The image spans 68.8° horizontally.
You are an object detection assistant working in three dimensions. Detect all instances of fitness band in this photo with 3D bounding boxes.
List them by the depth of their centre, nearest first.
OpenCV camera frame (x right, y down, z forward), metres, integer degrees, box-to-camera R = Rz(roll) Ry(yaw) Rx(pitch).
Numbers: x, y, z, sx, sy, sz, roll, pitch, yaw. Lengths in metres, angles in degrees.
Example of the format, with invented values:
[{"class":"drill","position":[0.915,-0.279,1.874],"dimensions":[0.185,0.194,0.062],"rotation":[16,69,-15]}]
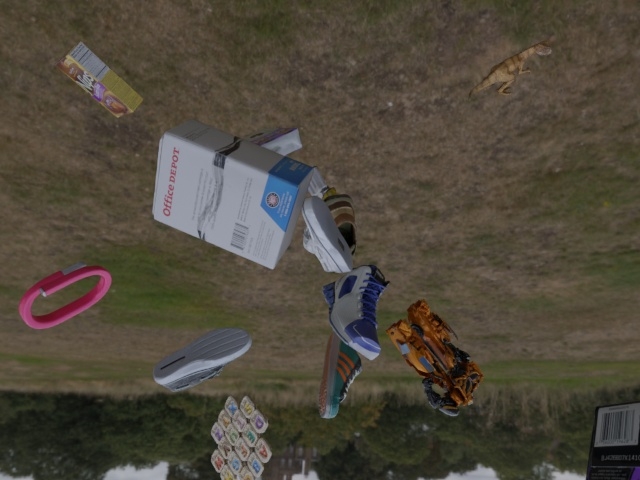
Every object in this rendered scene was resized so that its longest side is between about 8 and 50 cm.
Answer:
[{"class":"fitness band","position":[-0.840,0.181,1.557],"dimensions":[0.054,0.291,0.209],"rotation":[40,138,21]}]

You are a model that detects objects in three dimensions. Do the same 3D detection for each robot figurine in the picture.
[{"class":"robot figurine","position":[0.312,0.308,1.230],"dimensions":[0.211,0.291,0.085],"rotation":[-35,173,-41]}]

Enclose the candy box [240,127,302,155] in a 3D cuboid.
[{"class":"candy box","position":[-0.189,-0.319,1.568],"dimensions":[0.196,0.165,0.070],"rotation":[15,129,45]}]

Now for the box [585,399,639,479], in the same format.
[{"class":"box","position":[0.517,0.332,0.602],"dimensions":[0.270,0.143,0.165],"rotation":[30,151,-3]}]

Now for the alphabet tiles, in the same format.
[{"class":"alphabet tiles","position":[-0.274,0.671,1.564],"dimensions":[0.021,0.284,0.278],"rotation":[19,-167,-47]}]

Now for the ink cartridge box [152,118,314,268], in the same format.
[{"class":"ink cartridge box","position":[-0.255,-0.137,1.347],"dimensions":[0.395,0.166,0.285],"rotation":[23,122,4]}]

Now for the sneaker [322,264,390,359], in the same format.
[{"class":"sneaker","position":[0.116,0.167,1.331],"dimensions":[0.127,0.315,0.182],"rotation":[37,105,-27]}]

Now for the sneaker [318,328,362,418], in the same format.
[{"class":"sneaker","position":[0.072,0.412,1.450],"dimensions":[0.121,0.302,0.108],"rotation":[18,134,-6]}]

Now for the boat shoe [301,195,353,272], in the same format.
[{"class":"boat shoe","position":[0.000,0.000,1.100],"dimensions":[0.084,0.095,0.258],"rotation":[-11,135,18]}]

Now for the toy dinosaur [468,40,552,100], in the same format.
[{"class":"toy dinosaur","position":[0.346,-0.323,0.914],"dimensions":[0.211,0.064,0.112],"rotation":[-36,164,-3]}]

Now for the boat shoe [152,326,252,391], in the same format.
[{"class":"boat shoe","position":[-0.363,0.381,1.500],"dimensions":[0.335,0.121,0.119],"rotation":[-22,133,6]}]

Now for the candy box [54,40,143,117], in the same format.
[{"class":"candy box","position":[-0.551,-0.395,1.168],"dimensions":[0.109,0.053,0.186],"rotation":[4,148,46]}]

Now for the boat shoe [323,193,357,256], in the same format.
[{"class":"boat shoe","position":[0.055,0.002,1.437],"dimensions":[0.123,0.120,0.324],"rotation":[-13,143,-5]}]

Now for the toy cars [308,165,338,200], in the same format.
[{"class":"toy cars","position":[0.005,-0.151,1.643],"dimensions":[0.087,0.393,0.176],"rotation":[-29,122,-1]}]
